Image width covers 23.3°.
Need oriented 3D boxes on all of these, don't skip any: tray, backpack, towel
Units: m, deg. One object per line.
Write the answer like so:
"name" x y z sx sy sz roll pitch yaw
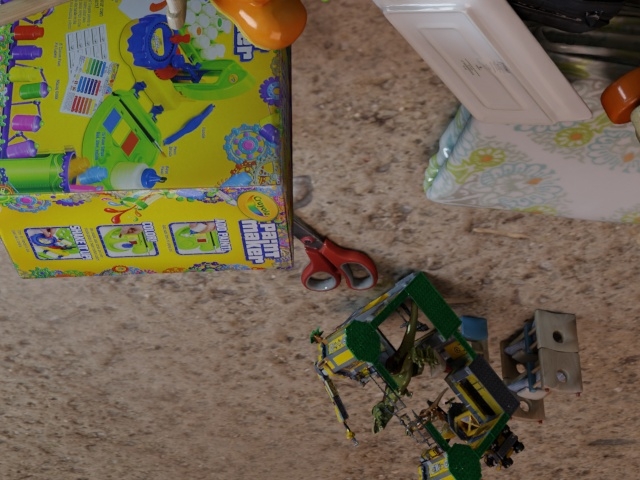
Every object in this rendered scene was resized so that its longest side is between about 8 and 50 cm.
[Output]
"tray" 0.155 -0.181 1.543 0.145 0.030 0.270 4 157 36
"backpack" 0.210 -0.271 1.466 0.182 0.115 0.152 19 166 -16
"towel" 0.320 -0.136 1.766 0.320 0.090 0.374 8 151 -11

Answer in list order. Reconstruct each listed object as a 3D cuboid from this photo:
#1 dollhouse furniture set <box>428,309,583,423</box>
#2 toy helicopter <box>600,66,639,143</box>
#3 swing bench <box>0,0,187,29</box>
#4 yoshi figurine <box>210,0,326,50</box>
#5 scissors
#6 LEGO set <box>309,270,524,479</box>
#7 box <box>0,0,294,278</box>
"dollhouse furniture set" 0.273 0.182 2.303 0.184 0.129 0.129 9 150 -19
"toy helicopter" 0.403 -0.160 1.453 0.235 0.140 0.355 -24 166 1
"swing bench" -0.254 -0.307 1.344 0.255 0.165 0.253 -7 151 -1
"yoshi figurine" 0.047 -0.310 1.338 0.203 0.203 0.362 -6 153 -27
"scissors" 0.000 0.000 2.073 0.109 0.021 0.297 -6 150 13
"LEGO set" 0.108 0.219 2.181 0.331 0.255 0.192 45 137 -10
"box" -0.169 -0.132 1.530 0.279 0.290 0.177 -2 152 2
